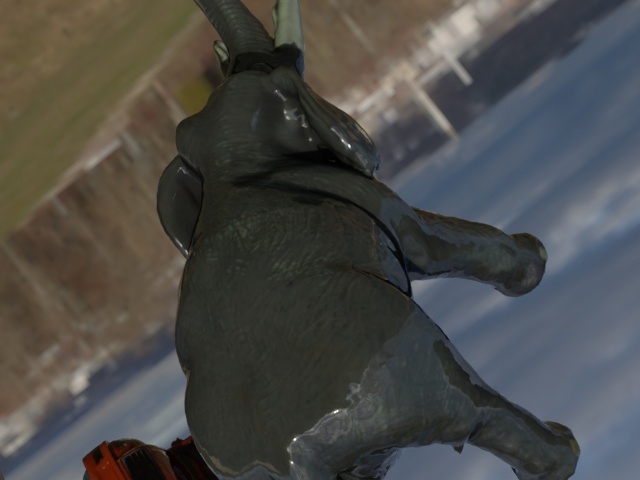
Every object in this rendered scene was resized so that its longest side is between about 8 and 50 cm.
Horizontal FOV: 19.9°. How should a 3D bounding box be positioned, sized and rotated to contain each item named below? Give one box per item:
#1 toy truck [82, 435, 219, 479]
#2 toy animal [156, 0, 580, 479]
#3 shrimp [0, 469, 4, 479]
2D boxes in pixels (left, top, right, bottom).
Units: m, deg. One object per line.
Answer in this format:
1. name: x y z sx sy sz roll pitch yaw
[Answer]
1. toy truck: -0.057 0.212 1.269 0.114 0.253 0.107 -39 -136 -1
2. toy animal: 0.006 0.002 0.612 0.082 0.137 0.269 -39 -139 25
3. shrimp: -0.240 0.175 1.265 0.025 0.127 0.091 -25 169 -38
